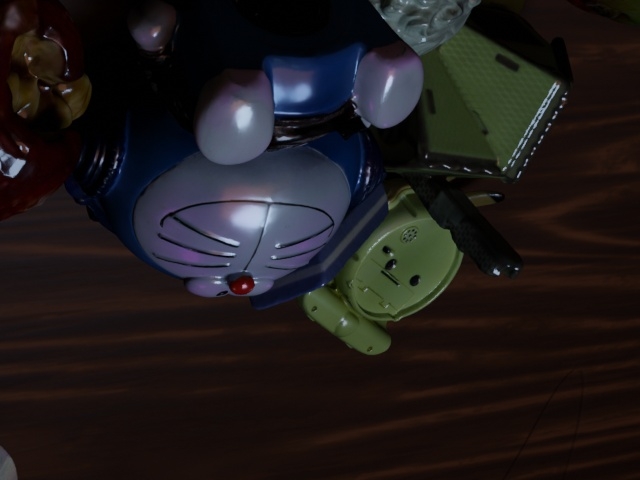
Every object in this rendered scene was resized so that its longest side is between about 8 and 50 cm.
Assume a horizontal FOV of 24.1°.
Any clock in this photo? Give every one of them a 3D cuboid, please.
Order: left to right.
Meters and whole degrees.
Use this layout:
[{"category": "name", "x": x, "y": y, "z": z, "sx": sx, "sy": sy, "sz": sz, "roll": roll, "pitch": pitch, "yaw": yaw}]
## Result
[{"category": "clock", "x": 0.083, "y": 0.006, "z": 1.575, "sx": 0.232, "sy": 0.069, "sz": 0.170, "roll": -44, "pitch": 137, "yaw": 8}]

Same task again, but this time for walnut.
[{"category": "walnut", "x": -0.289, "y": -0.093, "z": 1.106, "sx": 0.269, "sy": 0.221, "sz": 0.244, "roll": -3, "pitch": 176, "yaw": 21}]

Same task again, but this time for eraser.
[{"category": "eraser", "x": 0.000, "y": 0.000, "z": 1.422, "sx": 0.082, "sy": 0.225, "sz": 0.036, "roll": -21, "pitch": 101, "yaw": 25}]

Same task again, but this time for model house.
[{"category": "model house", "x": 0.148, "y": -0.111, "z": 1.366, "sx": 0.205, "sy": 0.278, "sz": 0.218, "roll": 4, "pitch": 125, "yaw": -38}]

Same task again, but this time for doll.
[{"category": "doll", "x": -0.069, "y": -0.089, "z": 1.247, "sx": 0.284, "sy": 0.240, "sz": 0.310, "roll": -2, "pitch": 143, "yaw": -20}]

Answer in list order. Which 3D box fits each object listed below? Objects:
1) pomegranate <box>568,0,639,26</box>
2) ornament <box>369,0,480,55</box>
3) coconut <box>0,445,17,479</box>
[{"category": "pomegranate", "x": 0.315, "y": -0.332, "z": 1.296, "sx": 0.323, "sy": 0.291, "sz": 0.291, "roll": -44, "pitch": 138, "yaw": -6}, {"category": "ornament", "x": 0.029, "y": -0.268, "z": 1.227, "sx": 0.130, "sy": 0.120, "sz": 0.285, "roll": -40, "pitch": 124, "yaw": 1}, {"category": "coconut", "x": -0.356, "y": 0.235, "z": 1.454, "sx": 0.116, "sy": 0.122, "sz": 0.116, "roll": 6, "pitch": 125, "yaw": 9}]
